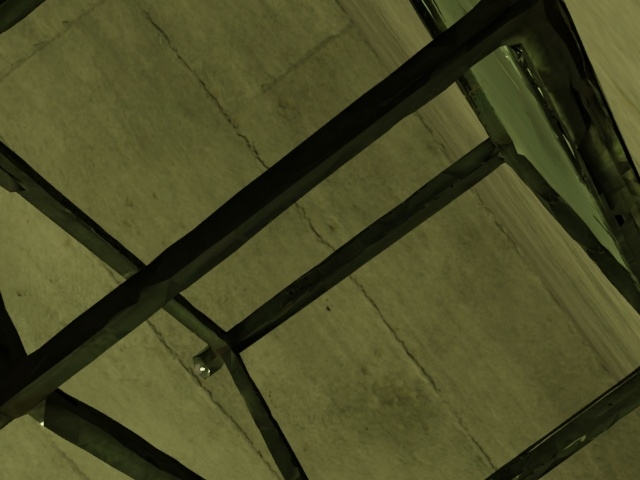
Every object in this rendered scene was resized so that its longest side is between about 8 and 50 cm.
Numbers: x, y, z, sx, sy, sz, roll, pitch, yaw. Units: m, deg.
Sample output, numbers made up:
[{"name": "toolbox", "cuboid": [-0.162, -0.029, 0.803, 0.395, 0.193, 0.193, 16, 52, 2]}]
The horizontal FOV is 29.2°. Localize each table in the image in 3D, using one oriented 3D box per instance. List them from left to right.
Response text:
[{"name": "table", "cuboid": [0.000, 0.000, 0.637, 0.335, 0.272, 0.222, 48, -173, -50]}]
